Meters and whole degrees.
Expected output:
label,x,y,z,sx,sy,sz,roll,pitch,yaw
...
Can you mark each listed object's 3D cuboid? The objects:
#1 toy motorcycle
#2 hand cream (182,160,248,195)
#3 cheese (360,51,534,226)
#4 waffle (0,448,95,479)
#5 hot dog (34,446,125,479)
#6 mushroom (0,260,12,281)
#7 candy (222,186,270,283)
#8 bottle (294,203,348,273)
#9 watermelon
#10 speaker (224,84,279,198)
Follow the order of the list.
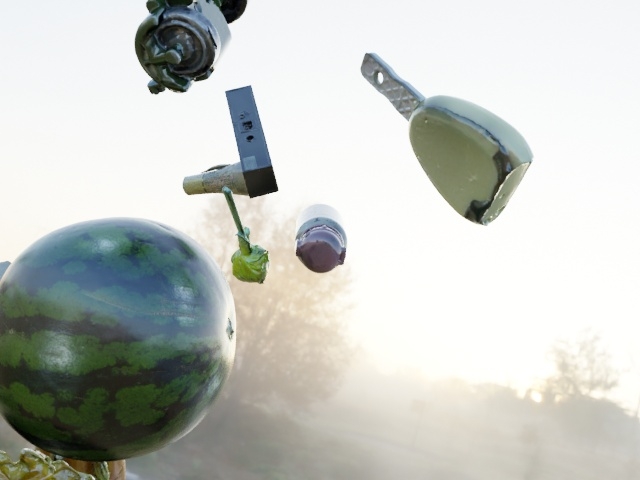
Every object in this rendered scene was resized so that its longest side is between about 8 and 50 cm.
label,x,y,z,sx,sy,sz,roll,pitch,yaw
toy motorcycle,-0.169,-0.295,0.837,0.127,0.205,0.275,-9,-53,23
hand cream,-0.217,-0.131,1.749,0.203,0.084,0.084,-6,-21,28
cheese,0.129,-0.133,0.906,0.251,0.054,0.127,49,-38,25
waffle,-0.381,0.413,0.940,0.302,0.325,0.068,22,-30,-32
hot dog,-0.372,0.383,1.229,0.135,0.337,0.100,-3,33,-20
mushroom,-0.555,0.149,1.245,0.096,0.247,0.108,19,12,-38
candy,-0.148,-0.010,1.496,0.073,0.077,0.262,17,-33,23
bottle,0.000,0.000,1.575,0.110,0.110,0.233,18,14,-5
watermelon,-0.238,0.109,0.919,0.285,0.285,0.285,16,-11,3
speaker,-0.092,-0.133,1.027,0.040,0.191,0.046,-14,-47,-2
